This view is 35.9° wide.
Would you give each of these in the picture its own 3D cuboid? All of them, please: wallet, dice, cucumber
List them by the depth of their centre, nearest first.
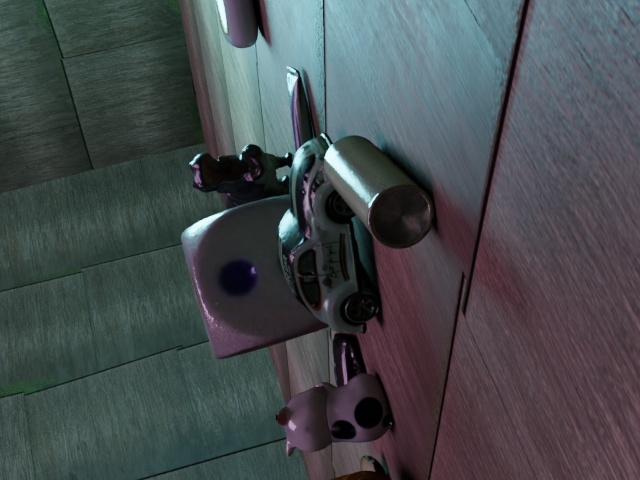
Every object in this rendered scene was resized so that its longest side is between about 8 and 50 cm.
[{"bbox_3d":[-0.097,0.065,1.735,0.259,0.251,0.243,115,138,-77],"label":"dice"},{"bbox_3d":[0.103,0.430,1.786,0.067,0.035,0.107,35,142,49],"label":"cucumber"},{"bbox_3d":[0.048,0.257,1.820,0.245,0.052,0.169,149,110,-84],"label":"wallet"}]

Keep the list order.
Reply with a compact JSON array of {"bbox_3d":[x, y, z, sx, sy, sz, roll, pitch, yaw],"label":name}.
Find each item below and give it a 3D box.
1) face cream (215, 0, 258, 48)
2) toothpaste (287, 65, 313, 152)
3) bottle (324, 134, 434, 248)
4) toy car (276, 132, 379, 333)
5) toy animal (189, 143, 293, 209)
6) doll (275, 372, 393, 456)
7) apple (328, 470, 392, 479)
[{"bbox_3d":[-0.169,-0.505,1.814,0.144,0.071,0.291,-114,13,-47],"label":"face cream"},{"bbox_3d":[-0.030,-0.183,1.595,0.057,0.034,0.197,-138,37,-64],"label":"toothpaste"},{"bbox_3d":[0.060,-0.058,1.093,0.201,0.072,0.072,-124,21,-65],"label":"bottle"},{"bbox_3d":[0.000,0.000,1.416,0.136,0.125,0.306,-117,13,-56],"label":"toy car"},{"bbox_3d":[-0.128,-0.114,1.876,0.343,0.168,0.106,49,-155,-75],"label":"toy animal"},{"bbox_3d":[0.024,0.283,1.605,0.107,0.180,0.110,-93,-8,-62],"label":"doll"},{"bbox_3d":[0.051,0.492,1.557,0.246,0.246,0.226,127,120,-79],"label":"apple"}]
